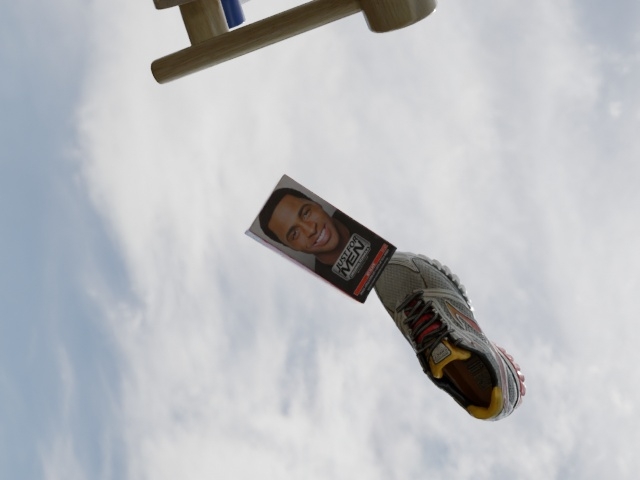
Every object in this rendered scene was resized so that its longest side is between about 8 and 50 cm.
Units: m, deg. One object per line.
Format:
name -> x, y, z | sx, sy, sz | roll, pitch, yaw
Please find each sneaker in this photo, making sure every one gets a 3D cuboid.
sneaker -> 0.137, 0.102, 1.165 | 0.088, 0.093, 0.225 | -46, -101, 19

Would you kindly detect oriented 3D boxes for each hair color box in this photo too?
hair color box -> 0.000, 0.000, 1.097 | 0.072, 0.141, 0.043 | -59, -173, -8

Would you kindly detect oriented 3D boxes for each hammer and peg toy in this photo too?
hammer and peg toy -> -0.036, -0.261, 0.945 | 0.361, 0.266, 0.127 | -108, -178, -67

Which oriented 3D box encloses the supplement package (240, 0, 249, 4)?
supplement package -> -0.102, -0.469, 1.309 | 0.199, 0.198, 0.262 | -20, -105, 24
